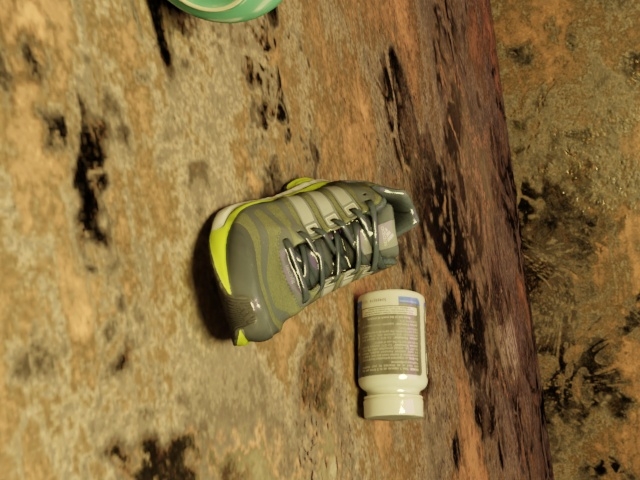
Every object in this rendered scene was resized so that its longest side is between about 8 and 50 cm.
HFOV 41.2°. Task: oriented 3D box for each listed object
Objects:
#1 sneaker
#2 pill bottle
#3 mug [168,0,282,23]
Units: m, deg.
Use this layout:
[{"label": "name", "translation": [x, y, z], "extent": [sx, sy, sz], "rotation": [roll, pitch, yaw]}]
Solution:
[{"label": "sneaker", "translation": [0.000, 0.000, 0.740], "extent": [0.300, 0.121, 0.111], "rotation": [-46, 125, -62]}, {"label": "pill bottle", "translation": [0.080, 0.129, 0.948], "extent": [0.078, 0.078, 0.137], "rotation": [35, 51, -60]}, {"label": "mug", "translation": [-0.085, -0.229, 0.627], "extent": [0.129, 0.158, 0.097], "rotation": [94, 10, -49]}]
